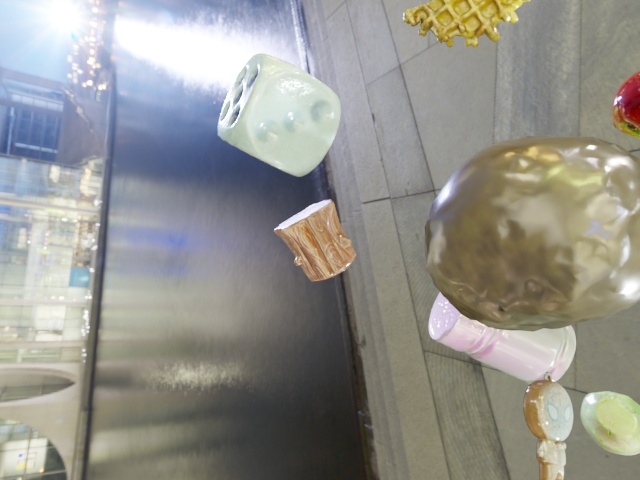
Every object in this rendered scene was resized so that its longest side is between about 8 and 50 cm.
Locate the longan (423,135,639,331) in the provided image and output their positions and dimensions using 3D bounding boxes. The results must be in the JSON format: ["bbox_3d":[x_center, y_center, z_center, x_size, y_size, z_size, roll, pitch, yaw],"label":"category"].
[{"bbox_3d":[0.425,-0.019,0.821,0.436,0.404,0.404,-41,50,53],"label":"longan"}]

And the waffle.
[{"bbox_3d":[0.321,-0.562,0.875,0.260,0.069,0.293,25,127,21],"label":"waffle"}]

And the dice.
[{"bbox_3d":[-0.120,-0.357,1.203,0.262,0.268,0.264,-62,31,9],"label":"dice"}]

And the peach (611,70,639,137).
[{"bbox_3d":[0.860,-0.364,1.057,0.197,0.197,0.197,-20,67,58],"label":"peach"}]

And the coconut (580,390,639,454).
[{"bbox_3d":[1.047,0.644,1.471,0.236,0.236,0.204,-33,43,53],"label":"coconut"}]

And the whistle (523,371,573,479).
[{"bbox_3d":[0.413,0.352,0.753,0.057,0.107,0.220,-23,55,54],"label":"whistle"}]

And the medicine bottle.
[{"bbox_3d":[0.493,0.245,1.152,0.212,0.325,0.212,-156,90,-87],"label":"medicine bottle"}]

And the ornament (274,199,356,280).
[{"bbox_3d":[0.000,0.000,1.387,0.221,0.235,0.217,-22,103,28],"label":"ornament"}]
